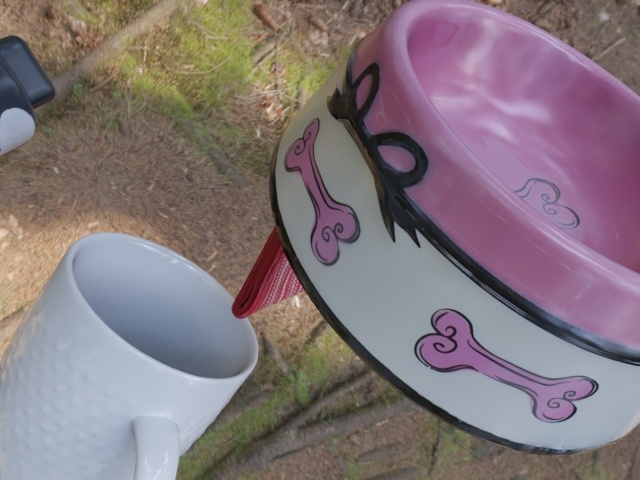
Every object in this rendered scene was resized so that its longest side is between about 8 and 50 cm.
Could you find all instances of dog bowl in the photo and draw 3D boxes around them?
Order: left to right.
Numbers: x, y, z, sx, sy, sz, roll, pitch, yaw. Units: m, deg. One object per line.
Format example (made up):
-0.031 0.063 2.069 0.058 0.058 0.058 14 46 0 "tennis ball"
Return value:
0.172 -0.046 0.461 0.408 0.150 0.407 16 45 -17 "dog bowl"

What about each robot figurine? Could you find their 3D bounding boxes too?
-0.512 -0.178 0.722 0.174 0.209 0.278 41 56 7 "robot figurine"

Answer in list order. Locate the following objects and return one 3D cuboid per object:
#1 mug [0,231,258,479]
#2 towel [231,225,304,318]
-0.270 0.225 0.688 0.276 0.374 0.328 28 108 -38 "mug"
0.000 0.000 0.716 0.031 0.275 0.198 36 108 17 "towel"
